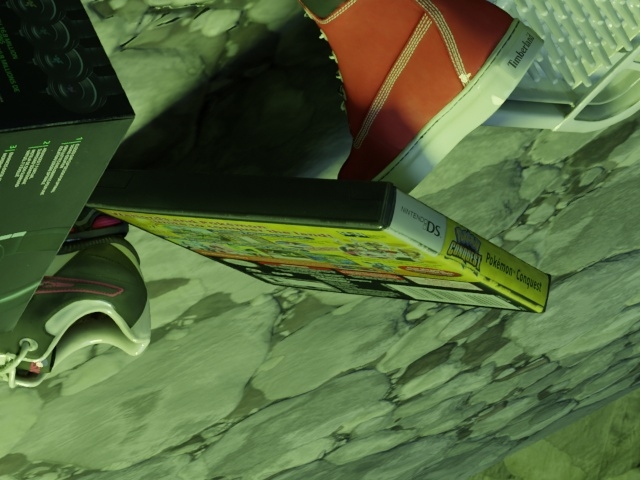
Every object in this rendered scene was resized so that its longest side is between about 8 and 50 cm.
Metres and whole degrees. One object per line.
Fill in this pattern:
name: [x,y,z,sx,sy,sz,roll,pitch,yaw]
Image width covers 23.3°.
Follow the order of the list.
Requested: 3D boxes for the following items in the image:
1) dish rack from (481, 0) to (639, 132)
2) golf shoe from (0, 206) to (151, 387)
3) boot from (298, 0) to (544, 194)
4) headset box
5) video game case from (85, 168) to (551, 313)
dish rack: [0.217,-0.197,1.201,0.332,0.072,0.285,-2,148,-47]
golf shoe: [-0.255,0.053,1.154,0.272,0.120,0.105,-15,157,-24]
boot: [0.026,-0.124,1.069,0.088,0.176,0.244,-56,-176,-30]
headset box: [-0.274,-0.038,0.910,0.283,0.131,0.246,-11,152,-36]
video game case: [0.000,0.000,1.181,0.274,0.035,0.248,5,168,36]
